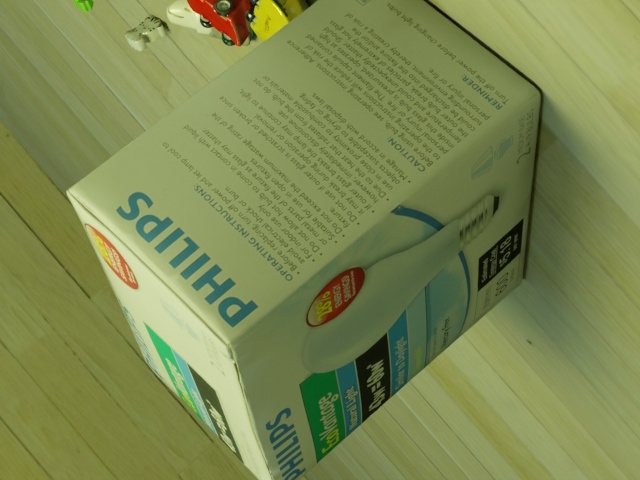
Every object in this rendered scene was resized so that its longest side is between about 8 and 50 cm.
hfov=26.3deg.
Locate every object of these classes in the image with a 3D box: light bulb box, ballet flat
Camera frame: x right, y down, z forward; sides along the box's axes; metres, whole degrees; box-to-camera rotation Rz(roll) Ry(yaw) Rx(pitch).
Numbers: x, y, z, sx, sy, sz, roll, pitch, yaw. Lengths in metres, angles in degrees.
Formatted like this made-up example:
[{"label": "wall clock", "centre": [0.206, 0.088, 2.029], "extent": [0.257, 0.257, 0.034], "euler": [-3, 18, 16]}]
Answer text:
[{"label": "light bulb box", "centre": [0.000, 0.000, 1.313], "extent": [0.225, 0.361, 0.358], "euler": [42, 162, 25]}, {"label": "ballet flat", "centre": [-0.171, -0.296, 1.626], "extent": [0.213, 0.068, 0.072], "euler": [48, 163, 7]}]

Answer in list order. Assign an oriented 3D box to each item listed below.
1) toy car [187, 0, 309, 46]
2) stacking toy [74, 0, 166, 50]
[{"label": "toy car", "centre": [-0.042, -0.202, 1.524], "extent": [0.239, 0.053, 0.225], "euler": [22, 148, 58]}, {"label": "stacking toy", "centre": [-0.304, -0.367, 1.855], "extent": [0.221, 0.052, 0.167], "euler": [37, 157, 43]}]
